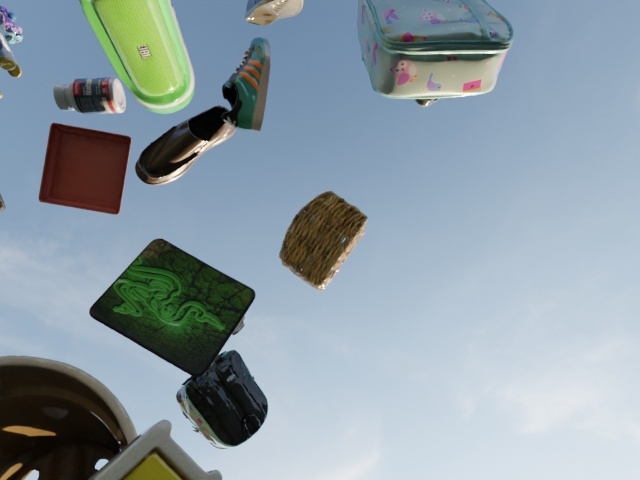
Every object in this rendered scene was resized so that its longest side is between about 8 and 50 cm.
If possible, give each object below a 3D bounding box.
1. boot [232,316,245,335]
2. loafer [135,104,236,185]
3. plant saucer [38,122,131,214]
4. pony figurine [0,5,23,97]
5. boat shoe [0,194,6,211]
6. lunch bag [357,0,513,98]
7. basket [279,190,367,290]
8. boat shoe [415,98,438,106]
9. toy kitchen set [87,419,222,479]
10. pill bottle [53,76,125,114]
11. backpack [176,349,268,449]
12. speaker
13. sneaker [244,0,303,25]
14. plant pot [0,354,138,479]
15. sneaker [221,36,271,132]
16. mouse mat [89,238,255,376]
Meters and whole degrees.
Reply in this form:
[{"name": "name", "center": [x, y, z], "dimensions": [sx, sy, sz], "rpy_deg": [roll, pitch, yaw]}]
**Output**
[{"name": "boot", "center": [-0.248, 0.206, 1.157], "dimensions": [0.042, 0.118, 0.087], "rpy_deg": [-18, -75, 5]}, {"name": "loafer", "center": [-0.422, -0.316, 1.257], "dimensions": [0.366, 0.130, 0.134], "rpy_deg": [-44, -87, -16]}, {"name": "plant saucer", "center": [-0.756, -0.230, 1.317], "dimensions": [0.258, 0.048, 0.259], "rpy_deg": [10, -90, -3]}, {"name": "pony figurine", "center": [-0.966, -0.638, 1.105], "dimensions": [0.302, 0.351, 0.364], "rpy_deg": [-19, -97, -22]}, {"name": "boat shoe", "center": [-0.549, -0.182, 0.591], "dimensions": [0.116, 0.123, 0.325], "rpy_deg": [-13, -79, -37]}, {"name": "lunch bag", "center": [0.181, -0.354, 0.678], "dimensions": [0.223, 0.279, 0.108], "rpy_deg": [-3, -38, -1]}, {"name": "basket", "center": [0.000, 0.000, 1.406], "dimensions": [0.213, 0.223, 0.299], "rpy_deg": [34, -97, 8]}, {"name": "boat shoe", "center": [0.328, -0.481, 1.099], "dimensions": [0.121, 0.335, 0.119], "rpy_deg": [38, -36, 2]}, {"name": "toy kitchen set", "center": [-0.059, 0.193, 0.227], "dimensions": [0.166, 0.122, 0.207], "rpy_deg": [49, -47, -5]}, {"name": "pill bottle", "center": [-0.720, -0.450, 1.263], "dimensions": [0.180, 0.108, 0.108], "rpy_deg": [-5, -61, -6]}, {"name": "backpack", "center": [-0.221, 0.379, 0.937], "dimensions": [0.188, 0.166, 0.144], "rpy_deg": [47, -47, 9]}, {"name": "speaker", "center": [-0.299, -0.351, 0.664], "dimensions": [0.131, 0.131, 0.296], "rpy_deg": [5, -23, 0]}, {"name": "sneaker", "center": [-0.104, -0.537, 0.848], "dimensions": [0.083, 0.222, 0.118], "rpy_deg": [-5, -72, -32]}, {"name": "plant pot", "center": [-0.369, 0.355, 0.505], "dimensions": [0.333, 0.334, 0.305], "rpy_deg": [12, -34, -4]}, {"name": "sneaker", "center": [-0.211, -0.454, 1.141], "dimensions": [0.121, 0.302, 0.108], "rpy_deg": [8, -19, -18]}, {"name": "mouse mat", "center": [-0.210, 0.090, 0.589], "dimensions": [0.189, 0.153, 0.007], "rpy_deg": [27, -33, 6]}]
